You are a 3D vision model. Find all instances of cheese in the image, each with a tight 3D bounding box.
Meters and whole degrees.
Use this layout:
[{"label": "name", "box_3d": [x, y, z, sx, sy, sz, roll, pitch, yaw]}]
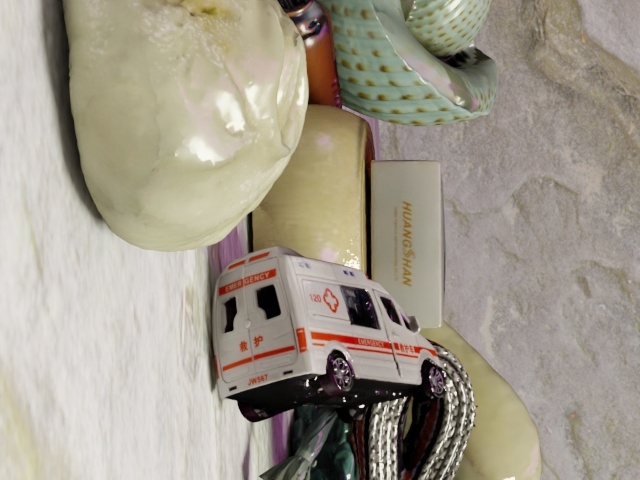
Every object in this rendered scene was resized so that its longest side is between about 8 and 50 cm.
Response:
[{"label": "cheese", "box_3d": [0.123, 0.244, 1.349, 0.328, 0.129, 0.351, 45, -32, 41]}]

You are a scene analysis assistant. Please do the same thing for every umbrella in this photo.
[{"label": "umbrella", "box_3d": [-0.012, 0.155, 0.931, 0.044, 0.044, 0.269, 62, 40, -38]}]

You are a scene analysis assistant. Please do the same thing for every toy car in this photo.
[{"label": "toy car", "box_3d": [0.010, 0.073, 0.870, 0.209, 0.089, 0.108, 15, 59, -54]}]

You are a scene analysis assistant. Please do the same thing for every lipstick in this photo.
[{"label": "lipstick", "box_3d": [-0.002, -0.096, 1.230, 0.418, 0.077, 0.077, 78, 11, -53]}]

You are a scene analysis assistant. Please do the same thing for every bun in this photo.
[{"label": "bun", "box_3d": [-0.057, -0.082, 0.577, 0.183, 0.102, 0.183, -6, 90, -85]}]

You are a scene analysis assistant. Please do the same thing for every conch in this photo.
[{"label": "conch", "box_3d": [0.062, -0.259, 1.296, 0.319, 0.215, 0.303, 17, 60, -50]}]

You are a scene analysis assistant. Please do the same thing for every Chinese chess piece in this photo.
[{"label": "Chinese chess piece", "box_3d": [0.000, 0.000, 1.088, 0.251, 0.097, 0.251, -2, 90, -83]}]

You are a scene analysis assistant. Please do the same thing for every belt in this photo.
[{"label": "belt", "box_3d": [0.054, 0.257, 1.009, 0.094, 0.126, 0.359, -106, -150, -87]}]

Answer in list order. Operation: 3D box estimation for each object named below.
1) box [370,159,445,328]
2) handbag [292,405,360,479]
[{"label": "box", "box_3d": [0.086, 0.006, 1.128, 0.233, 0.067, 0.149, 15, 72, -83]}, {"label": "handbag", "box_3d": [0.031, 0.300, 1.212, 0.269, 0.100, 0.274, -78, 163, -68]}]
